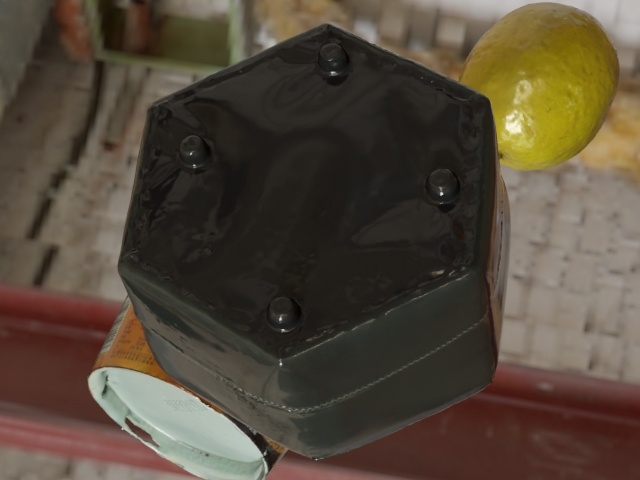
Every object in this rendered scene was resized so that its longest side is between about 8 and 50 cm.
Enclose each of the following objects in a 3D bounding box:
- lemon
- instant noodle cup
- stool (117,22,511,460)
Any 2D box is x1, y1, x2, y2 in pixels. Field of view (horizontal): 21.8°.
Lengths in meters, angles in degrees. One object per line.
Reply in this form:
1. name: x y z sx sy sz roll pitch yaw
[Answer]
1. lemon: 0.237 -0.169 1.808 0.207 0.170 0.170 -52 -18 -22
2. instant noodle cup: -0.079 0.089 1.424 0.182 0.230 0.230 -59 -17 -28
3. stool: 0.000 0.000 0.955 0.141 0.232 0.232 72 -153 -58
